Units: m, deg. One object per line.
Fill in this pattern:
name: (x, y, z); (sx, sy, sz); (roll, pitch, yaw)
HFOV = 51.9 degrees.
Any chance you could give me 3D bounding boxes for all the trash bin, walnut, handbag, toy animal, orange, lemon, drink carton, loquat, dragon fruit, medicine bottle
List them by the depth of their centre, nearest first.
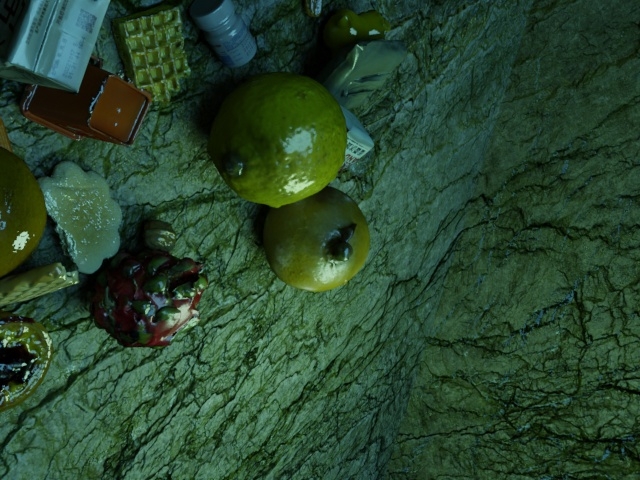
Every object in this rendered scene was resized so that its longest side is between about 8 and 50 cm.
drink carton: (-0.512, -0.376, 1.120); (0.132, 0.325, 0.194); (19, 90, -50)
orange: (-0.635, -0.048, 1.174); (0.274, 0.274, 0.274); (-28, 128, -43)
trash bin: (-0.455, -0.290, 1.306); (0.161, 0.239, 0.184); (26, 84, -54)
dragon fruit: (-0.404, 0.131, 1.590); (0.303, 0.231, 0.237); (-19, 130, -39)
medicine bottle: (-0.233, -0.511, 1.597); (0.105, 0.105, 0.168); (-56, 143, -18)
walnut: (-0.407, -0.009, 1.652); (0.096, 0.083, 0.078); (33, 49, -59)
lemon: (-0.112, -0.254, 1.675); (0.387, 0.350, 0.349); (-37, 135, -53)
handbag: (0.092, -0.480, 1.914); (0.253, 0.109, 0.316); (-17, 164, -43)
handbag: (-0.010, -0.254, 1.938); (0.298, 0.151, 0.171); (-41, 153, 19)
loquat: (0.000, 0.000, 1.956); (0.329, 0.359, 0.328); (-7, 106, -26)
toy animal: (0.116, -0.612, 1.959); (0.230, 0.156, 0.156); (-20, 123, -37)

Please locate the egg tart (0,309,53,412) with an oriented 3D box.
egg tart: (-0.675, 0.236, 1.346); (0.215, 0.171, 0.215); (-27, 127, -44)

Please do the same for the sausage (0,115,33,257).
sausage: (-0.629, -0.115, 1.326); (0.053, 0.053, 0.347); (-32, 130, -40)

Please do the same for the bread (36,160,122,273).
bread: (-0.522, -0.060, 1.467); (0.182, 0.039, 0.250); (-48, 129, -42)

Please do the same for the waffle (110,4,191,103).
waffle: (-0.375, -0.415, 1.502); (0.160, 0.055, 0.210); (-35, 132, -36)

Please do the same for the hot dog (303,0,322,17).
hot dog: (-0.018, -0.699, 1.838); (0.062, 0.038, 0.144); (-14, 116, -45)

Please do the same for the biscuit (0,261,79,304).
biscuit: (-0.595, 0.097, 1.325); (0.205, 0.309, 0.040); (-17, 89, -16)
